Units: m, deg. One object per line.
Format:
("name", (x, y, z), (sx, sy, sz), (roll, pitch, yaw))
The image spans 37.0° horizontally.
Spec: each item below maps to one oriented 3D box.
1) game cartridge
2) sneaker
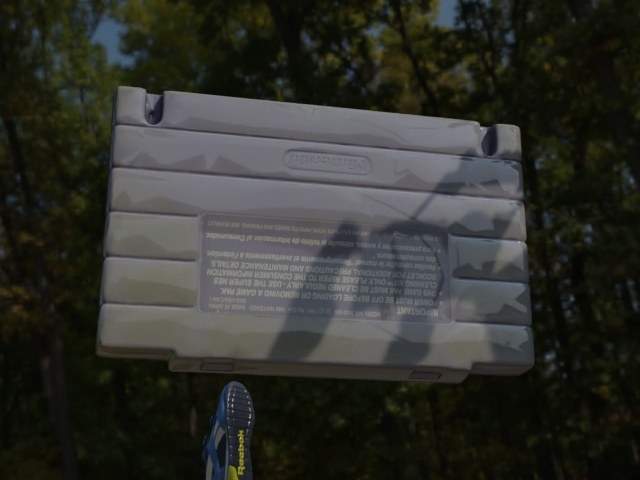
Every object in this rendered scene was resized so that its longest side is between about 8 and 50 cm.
("game cartridge", (0.000, 0.000, 0.799), (0.355, 0.230, 0.068), (4, -14, -12))
("sneaker", (-0.118, 0.245, 1.182), (0.059, 0.144, 0.053), (-16, -30, 36))
